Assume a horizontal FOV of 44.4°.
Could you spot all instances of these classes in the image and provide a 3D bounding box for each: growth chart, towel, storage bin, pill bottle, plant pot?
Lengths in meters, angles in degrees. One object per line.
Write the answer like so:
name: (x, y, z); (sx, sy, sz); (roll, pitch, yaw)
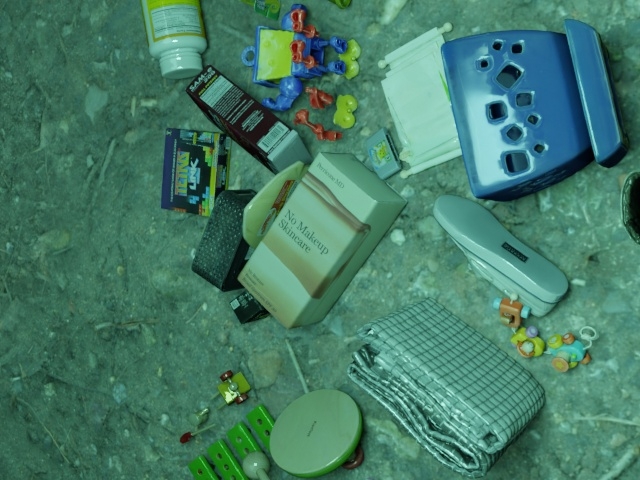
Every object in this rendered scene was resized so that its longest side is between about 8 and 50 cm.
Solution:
growth chart: (0.188, -0.242, 1.360); (0.172, 0.021, 0.237); (-15, 87, 30)
towel: (0.199, 0.233, 1.273); (0.284, 0.235, 0.121); (37, 117, 22)
storage bin: (-0.159, -0.001, 1.521); (0.084, 0.122, 0.180); (30, 108, 25)
pill bottle: (-0.293, -0.437, 1.565); (0.117, 0.117, 0.214); (-10, 89, 30)
plant pot: (0.329, -0.193, 1.167); (0.212, 0.236, 0.235); (-12, 87, 25)

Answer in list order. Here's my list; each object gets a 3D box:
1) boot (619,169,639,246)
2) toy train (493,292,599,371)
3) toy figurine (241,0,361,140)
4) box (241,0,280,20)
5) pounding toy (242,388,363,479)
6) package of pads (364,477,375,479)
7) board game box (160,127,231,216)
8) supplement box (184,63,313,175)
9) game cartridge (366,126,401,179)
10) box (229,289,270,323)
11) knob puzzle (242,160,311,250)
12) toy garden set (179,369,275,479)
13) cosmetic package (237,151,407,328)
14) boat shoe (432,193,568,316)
boot: (0.485, -0.008, 1.099); (0.076, 0.208, 0.189); (-15, 86, 31)
toy train: (0.350, 0.154, 1.251); (0.166, 0.046, 0.125); (20, 144, 24)
toy figurine: (-0.067, -0.364, 1.409); (0.217, 0.191, 0.362); (7, 96, 34)
box: (-0.118, -0.506, 1.465); (0.043, 0.105, 0.179); (-5, 91, 24)
pounding toy: (-0.010, 0.400, 1.465); (0.237, 0.110, 0.183); (-41, 37, -14)
package of pads: (0.114, 0.480, 1.455); (0.083, 0.032, 0.050); (17, 105, 28)
board game box: (-0.256, -0.140, 1.609); (0.141, 0.048, 0.170); (9, 98, 28)
supplement box: (-0.133, -0.216, 1.476); (0.239, 0.130, 0.073); (41, 85, 22)
game cartridge: (0.111, -0.154, 1.405); (0.056, 0.017, 0.083); (-35, 72, 50)
box: (-0.123, 0.122, 1.532); (0.062, 0.083, 0.052); (-38, 74, 27)
knob puzzle: (-0.085, -0.067, 1.431); (0.030, 0.213, 0.213); (38, 111, 21)
toy garden set: (-0.186, 0.401, 1.615); (0.244, 0.049, 0.203); (-43, 75, 26)
cosmetic package: (0.000, 0.000, 1.426); (0.153, 0.129, 0.296); (42, 112, 22)
boat shoe: (0.278, 0.028, 1.288); (0.258, 0.095, 0.084); (44, 139, 22)
